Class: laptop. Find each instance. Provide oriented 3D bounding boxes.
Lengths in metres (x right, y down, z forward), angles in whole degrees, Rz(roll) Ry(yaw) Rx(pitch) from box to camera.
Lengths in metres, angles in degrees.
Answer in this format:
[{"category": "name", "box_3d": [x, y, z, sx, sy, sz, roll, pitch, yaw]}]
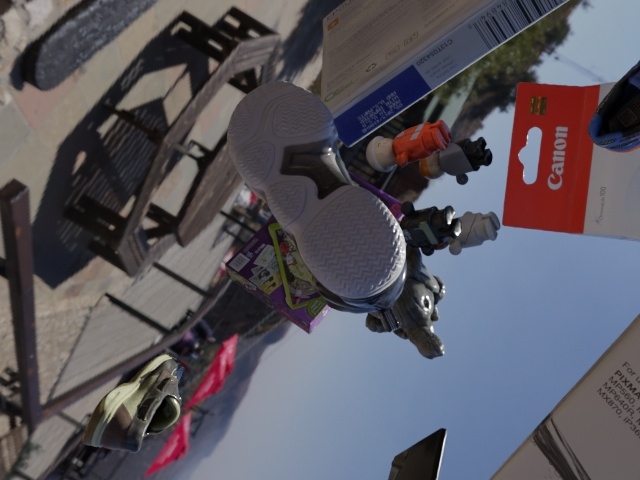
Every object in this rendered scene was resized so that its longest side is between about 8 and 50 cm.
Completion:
[{"category": "laptop", "box_3d": [0.172, 0.503, 1.101, 0.264, 0.136, 0.234, 67, 31, -28]}]

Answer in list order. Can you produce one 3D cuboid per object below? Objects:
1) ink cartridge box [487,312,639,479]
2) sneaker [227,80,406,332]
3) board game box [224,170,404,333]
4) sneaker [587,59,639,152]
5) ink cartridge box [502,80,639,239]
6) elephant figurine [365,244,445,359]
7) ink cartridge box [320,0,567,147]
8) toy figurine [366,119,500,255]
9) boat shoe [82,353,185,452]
[{"category": "ink cartridge box", "box_3d": [0.236, 0.142, 0.422, 0.197, 0.114, 0.273, -14, 140, -32]}, {"category": "sneaker", "box_3d": [-0.001, -0.029, 0.609, 0.101, 0.269, 0.153, -29, 145, -3]}, {"category": "board game box", "box_3d": [0.000, 0.000, 1.259, 0.347, 0.208, 0.056, -47, 157, -29]}, {"category": "sneaker", "box_3d": [0.368, -0.172, 0.657, 0.087, 0.083, 0.221, -19, 150, -43]}, {"category": "ink cartridge box", "box_3d": [0.567, -0.159, 1.216, 0.091, 0.384, 0.308, 11, 86, -78]}, {"category": "elephant figurine", "box_3d": [0.137, 0.086, 1.053, 0.239, 0.186, 0.169, 41, 69, -78]}, {"category": "ink cartridge box", "box_3d": [0.143, -0.315, 0.859, 0.324, 0.071, 0.330, -32, -148, 26]}, {"category": "toy figurine", "box_3d": [0.182, -0.078, 1.036, 0.148, 0.213, 0.209, -13, 170, 41]}, {"category": "boat shoe", "box_3d": [-0.210, 0.205, 0.778, 0.080, 0.073, 0.223, -63, 175, 7]}]
